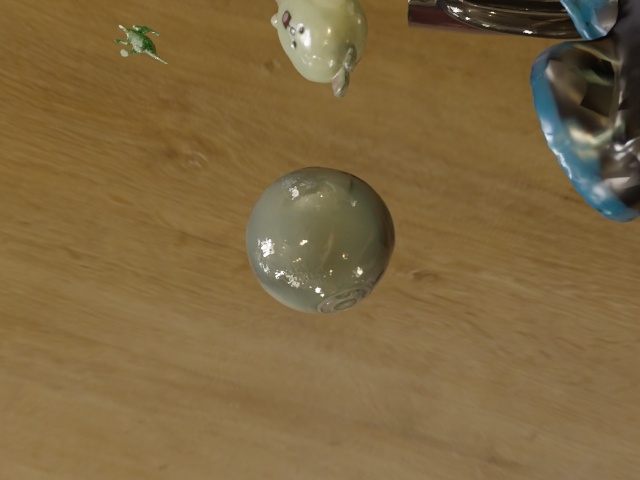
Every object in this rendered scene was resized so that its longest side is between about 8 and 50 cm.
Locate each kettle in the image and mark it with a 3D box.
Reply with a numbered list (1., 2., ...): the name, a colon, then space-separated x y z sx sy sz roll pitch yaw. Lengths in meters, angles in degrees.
1. kettle: 0.225 -0.305 1.530 0.232 0.202 0.144 7 119 7

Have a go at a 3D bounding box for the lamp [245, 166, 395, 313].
1. lamp: 0.000 0.000 0.891 0.105 0.105 0.105 0 88 1

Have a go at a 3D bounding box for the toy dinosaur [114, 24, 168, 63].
1. toy dinosaur: -0.190 -0.216 1.420 0.083 0.062 0.021 28 123 12

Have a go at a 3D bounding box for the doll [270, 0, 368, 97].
1. doll: -0.008 -0.315 1.772 0.113 0.155 0.275 -12 55 -40

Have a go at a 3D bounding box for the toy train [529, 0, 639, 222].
1. toy train: 0.255 -0.094 0.733 0.188 0.300 0.265 -28 123 32
